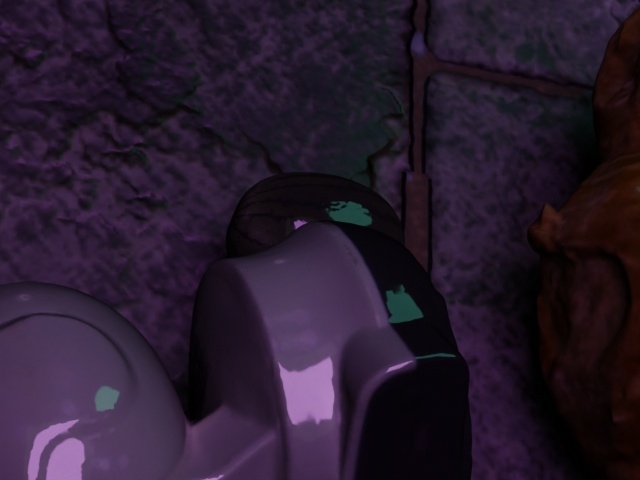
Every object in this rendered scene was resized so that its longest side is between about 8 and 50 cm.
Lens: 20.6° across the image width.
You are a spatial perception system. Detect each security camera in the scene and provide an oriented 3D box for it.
[{"bbox_3d":[-0.083,0.100,0.880,0.277,0.197,0.191,-8,30,-19],"label":"security camera"}]

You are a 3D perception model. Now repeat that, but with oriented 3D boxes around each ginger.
[{"bbox_3d":[0.251,0.038,1.053,0.274,0.152,0.358,34,59,-25],"label":"ginger"}]

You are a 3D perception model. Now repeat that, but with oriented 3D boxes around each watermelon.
[{"bbox_3d":[0.000,0.000,1.017,0.110,0.078,0.078,4,66,-18],"label":"watermelon"}]
